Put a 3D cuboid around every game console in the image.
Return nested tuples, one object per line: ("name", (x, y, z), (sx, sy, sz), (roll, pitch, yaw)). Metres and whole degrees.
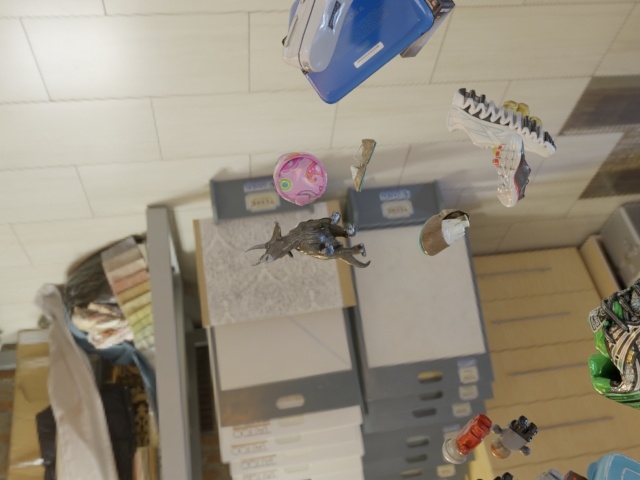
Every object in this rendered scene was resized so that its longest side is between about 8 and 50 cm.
("game console", (0.076, -0.476, 1.296), (0.293, 0.173, 0.250), (-32, 97, 33))

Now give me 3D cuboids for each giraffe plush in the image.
("giraffe plush", (0.659, -0.356, 2.149), (0.181, 0.210, 0.170), (-1, 149, -33))

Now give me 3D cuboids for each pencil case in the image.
("pencil case", (-0.053, -0.151, 1.476), (0.124, 0.124, 0.284), (-8, -172, -5))

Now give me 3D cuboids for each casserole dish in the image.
("casserole dish", (0.560, 0.436, 1.069), (0.188, 0.114, 0.037), (26, 133, 20))

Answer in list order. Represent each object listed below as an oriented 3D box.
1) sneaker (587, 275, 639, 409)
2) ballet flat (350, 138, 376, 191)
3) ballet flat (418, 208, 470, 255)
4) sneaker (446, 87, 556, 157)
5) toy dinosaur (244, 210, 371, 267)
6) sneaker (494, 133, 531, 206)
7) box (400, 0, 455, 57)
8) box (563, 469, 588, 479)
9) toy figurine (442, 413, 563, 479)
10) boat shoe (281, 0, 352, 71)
("sneaker", (0.392, 0.091, 0.711), (0.146, 0.134, 0.344), (6, 131, 16))
("ballet flat", (0.152, -0.291, 2.359), (0.067, 0.206, 0.073), (18, -179, -1))
("ballet flat", (0.430, -0.040, 2.065), (0.124, 0.116, 0.342), (-14, -173, 28))
("sneaker", (0.462, -0.283, 1.599), (0.292, 0.110, 0.118), (29, 123, 8))
("toy dinosaur", (0.000, 0.000, 1.378), (0.160, 0.121, 0.313), (0, 178, 41))
("sneaker", (0.402, -0.150, 1.279), (0.064, 0.061, 0.158), (-22, 125, -27))
("box", (0.217, -0.616, 1.577), (0.056, 0.231, 0.183), (-15, 160, -36))
("box", (0.471, 0.582, 1.068), (0.200, 0.293, 0.057), (23, 159, 23))
("toy figurine", (0.395, 0.500, 1.359), (0.209, 0.213, 0.148), (8, 131, -30))
("boat shoe", (0.004, -0.435, 1.115), (0.088, 0.268, 0.096), (20, -175, 31))
